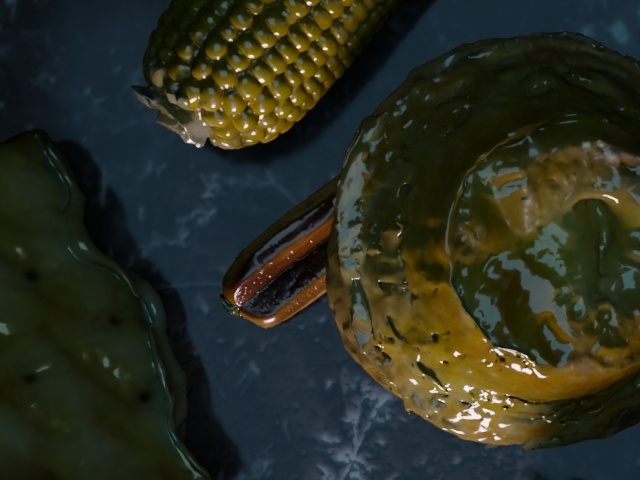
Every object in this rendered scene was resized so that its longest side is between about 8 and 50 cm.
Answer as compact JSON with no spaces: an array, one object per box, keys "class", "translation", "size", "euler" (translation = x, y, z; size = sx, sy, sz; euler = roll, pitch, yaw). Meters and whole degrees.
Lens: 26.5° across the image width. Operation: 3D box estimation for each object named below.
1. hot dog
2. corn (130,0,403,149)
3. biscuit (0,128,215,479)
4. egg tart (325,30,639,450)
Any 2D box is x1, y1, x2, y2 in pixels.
[{"class":"hot dog","translation":[0.000,0.000,1.086],"size":[0.188,0.055,0.072],"euler":[-36,103,1]},{"class":"corn","translation":[0.014,-0.225,1.053],"size":[0.144,0.144,0.387],"euler":[44,89,5]},{"class":"biscuit","translation":[-0.225,0.070,1.048],"size":[0.329,0.078,0.335],"euler":[18,61,-25]},{"class":"egg tart","translation":[0.167,0.002,1.008],"size":[0.341,0.129,0.341],"euler":[0,91,-5]}]
